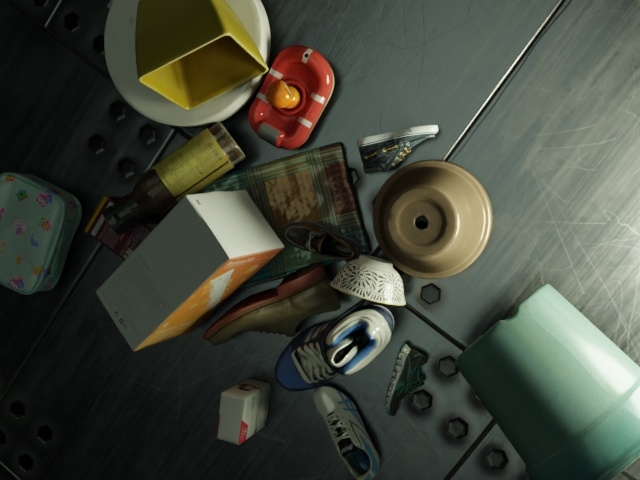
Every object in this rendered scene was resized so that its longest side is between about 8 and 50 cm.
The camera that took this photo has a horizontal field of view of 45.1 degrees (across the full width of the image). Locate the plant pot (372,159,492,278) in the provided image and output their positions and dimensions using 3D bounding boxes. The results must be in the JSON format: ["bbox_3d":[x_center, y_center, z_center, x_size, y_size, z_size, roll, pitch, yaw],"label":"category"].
[{"bbox_3d":[0.224,-0.044,1.604,0.263,0.229,0.263,1,92,14],"label":"plant pot"}]

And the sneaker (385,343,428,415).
[{"bbox_3d":[0.193,0.319,1.720,0.076,0.065,0.166,17,99,9],"label":"sneaker"}]

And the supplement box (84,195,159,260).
[{"bbox_3d":[-0.453,-0.015,1.851,0.188,0.081,0.104,35,100,10],"label":"supplement box"}]

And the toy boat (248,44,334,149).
[{"bbox_3d":[-0.073,-0.320,1.701,0.151,0.151,0.231,30,100,10],"label":"toy boat"}]

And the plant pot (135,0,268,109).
[{"bbox_3d":[-0.265,-0.427,1.615,0.212,0.212,0.187,-22,76,14],"label":"plant pot"}]

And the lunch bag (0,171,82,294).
[{"bbox_3d":[-0.723,-0.012,1.906,0.224,0.108,0.279,23,99,9],"label":"lunch bag"}]

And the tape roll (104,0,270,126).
[{"bbox_3d":[-0.306,-0.452,1.756,0.392,0.072,0.392,1,94,14],"label":"tape roll"}]

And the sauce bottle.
[{"bbox_3d":[-0.340,-0.136,1.764,0.344,0.111,0.111,-34,85,-2],"label":"sauce bottle"}]

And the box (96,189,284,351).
[{"bbox_3d":[-0.287,0.063,1.692,0.345,0.215,0.168,-42,76,26],"label":"box"}]

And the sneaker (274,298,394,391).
[{"bbox_3d":[0.010,0.244,1.669,0.322,0.236,0.130,-31,86,13],"label":"sneaker"}]

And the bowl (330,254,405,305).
[{"bbox_3d":[0.112,0.078,1.660,0.170,0.170,0.080,16,97,13],"label":"bowl"}]

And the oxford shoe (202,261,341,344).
[{"bbox_3d":[-0.115,0.179,1.754,0.348,0.123,0.130,-28,98,24],"label":"oxford shoe"}]

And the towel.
[{"bbox_3d":[-0.093,-0.051,1.781,0.370,0.040,0.271,-15,90,14],"label":"towel"}]

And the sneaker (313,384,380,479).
[{"bbox_3d":[0.058,0.435,1.748,0.085,0.086,0.237,-33,84,15],"label":"sneaker"}]

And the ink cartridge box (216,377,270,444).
[{"bbox_3d":[-0.175,0.389,1.770,0.063,0.150,0.109,9,95,17],"label":"ink cartridge box"}]

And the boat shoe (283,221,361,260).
[{"bbox_3d":[0.000,0.000,1.710,0.183,0.066,0.066,14,96,11],"label":"boat shoe"}]

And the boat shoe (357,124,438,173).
[{"bbox_3d":[0.175,-0.200,1.696,0.183,0.065,0.083,-10,93,20],"label":"boat shoe"}]

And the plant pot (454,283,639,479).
[{"bbox_3d":[0.468,0.288,1.528,0.341,0.341,0.334,-42,75,13],"label":"plant pot"}]
